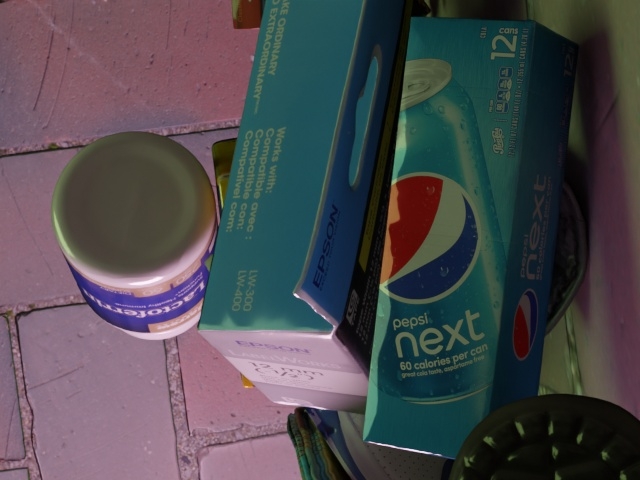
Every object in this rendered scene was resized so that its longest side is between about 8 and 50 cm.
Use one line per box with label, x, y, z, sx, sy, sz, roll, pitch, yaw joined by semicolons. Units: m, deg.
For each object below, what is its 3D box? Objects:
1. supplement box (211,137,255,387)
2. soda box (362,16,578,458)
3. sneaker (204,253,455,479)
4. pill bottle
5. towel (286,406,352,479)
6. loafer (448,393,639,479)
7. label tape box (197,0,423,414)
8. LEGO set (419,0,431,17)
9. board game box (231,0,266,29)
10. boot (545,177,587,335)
supplement box;0.000;0.000;1.444;0.356;0.194;0.195;-118;21;-80
soda box;0.075;-0.001;0.723;0.071;0.067;0.210;6;-90;-63
sneaker;0.066;0.093;1.216;0.315;0.182;0.127;54;-178;-8
pill bottle;-0.175;0.007;1.455;0.265;0.153;0.153;93;169;-72
towel;0.075;0.302;1.162;0.271;0.040;0.370;53;-176;-20
loafer;0.131;0.244;0.676;0.130;0.133;0.366;-15;-72;-67
label tape box;0.002;-0.036;0.995;0.348;0.115;0.249;56;-137;-68
LEGO set;0.060;-0.247;1.065;0.132;0.107;0.287;-53;-35;-41
board game box;-0.027;-0.299;1.047;0.145;0.027;0.281;-27;-62;-61
boot;0.106;-0.003;0.881;0.208;0.076;0.190;-115;15;-56
